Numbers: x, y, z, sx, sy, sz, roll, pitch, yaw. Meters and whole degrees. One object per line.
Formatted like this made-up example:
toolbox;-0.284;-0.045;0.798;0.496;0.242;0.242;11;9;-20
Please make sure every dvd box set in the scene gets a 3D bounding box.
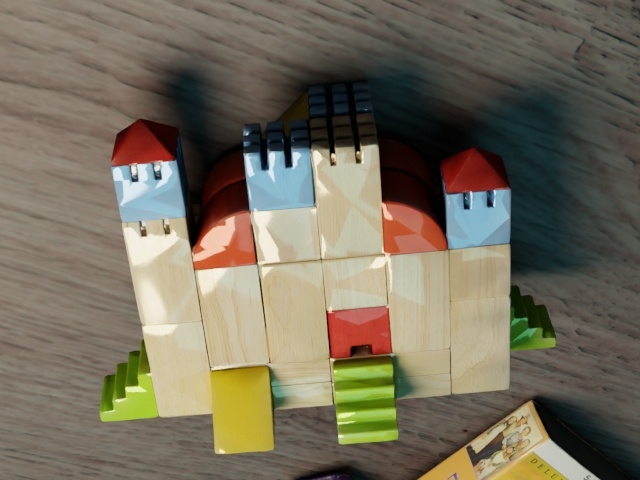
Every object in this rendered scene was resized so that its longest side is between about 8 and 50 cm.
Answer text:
dvd box set;0.157;0.374;1.363;0.420;0.062;0.307;-38;128;17

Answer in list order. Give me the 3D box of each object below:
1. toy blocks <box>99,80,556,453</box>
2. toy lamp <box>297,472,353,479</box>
toy blocks;0.000;0.000;0.976;0.381;0.191;0.261;-4;123;0
toy lamp;-0.073;0.326;1.337;0.274;0.080;0.080;-33;128;24
